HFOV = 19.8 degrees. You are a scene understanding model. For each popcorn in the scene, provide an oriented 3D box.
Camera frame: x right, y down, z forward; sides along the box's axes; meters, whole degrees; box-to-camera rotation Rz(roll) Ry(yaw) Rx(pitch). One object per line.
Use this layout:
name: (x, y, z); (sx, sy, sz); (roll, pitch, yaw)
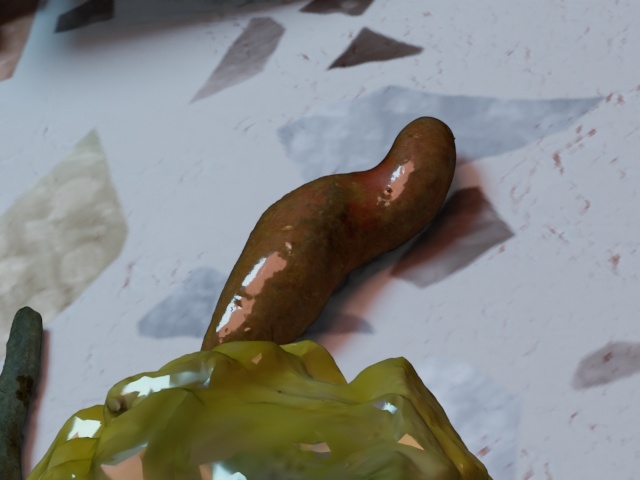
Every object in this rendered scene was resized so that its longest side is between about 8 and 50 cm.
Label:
popcorn: (-0.019, 0.154, 0.653); (0.250, 0.190, 0.250); (-3, 37, 2)

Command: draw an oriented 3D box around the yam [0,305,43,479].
yam: (-0.154, 0.114, 0.876); (0.027, 0.029, 0.234); (8, 39, -8)

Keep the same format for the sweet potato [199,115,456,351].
sweet potato: (0.001, 0.000, 0.914); (0.202, 0.058, 0.055); (-43, 24, -24)
